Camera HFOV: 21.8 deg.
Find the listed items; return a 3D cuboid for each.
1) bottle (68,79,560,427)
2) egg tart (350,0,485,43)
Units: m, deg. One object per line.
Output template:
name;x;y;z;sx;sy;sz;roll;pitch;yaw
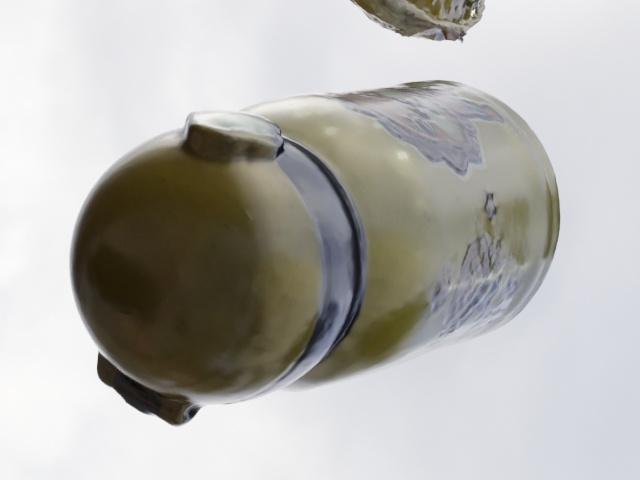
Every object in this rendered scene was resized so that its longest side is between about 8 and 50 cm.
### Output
bottle;0.000;0.000;0.922;0.171;0.351;0.172;4;-82;26
egg tart;0.067;-0.292;1.373;0.095;0.279;0.279;-23;-117;36
